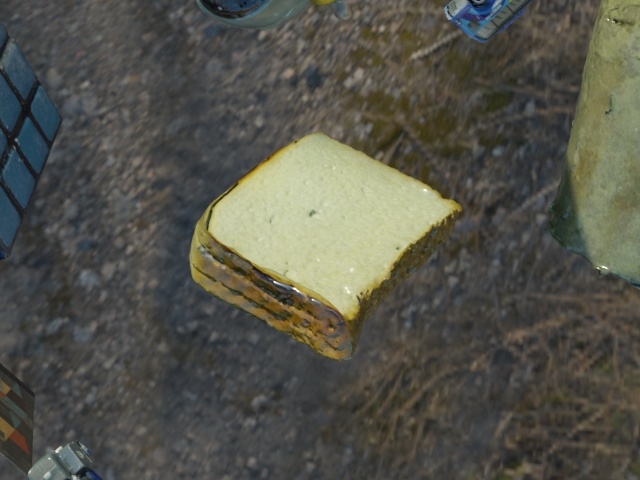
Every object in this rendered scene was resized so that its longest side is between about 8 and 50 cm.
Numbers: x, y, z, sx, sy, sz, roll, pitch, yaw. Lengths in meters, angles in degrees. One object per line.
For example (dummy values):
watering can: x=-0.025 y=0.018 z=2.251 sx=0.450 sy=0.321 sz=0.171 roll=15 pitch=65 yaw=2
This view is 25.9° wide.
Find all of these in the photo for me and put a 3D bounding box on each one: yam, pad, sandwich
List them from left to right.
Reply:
pad: x=-0.461 y=0.238 z=2.008 sx=0.003 sy=0.211 sz=0.143 roll=-36 pitch=119 yaw=10
sandwich: x=0.000 y=0.001 z=1.513 sx=0.226 sy=0.251 sz=0.087 roll=29 pitch=134 yaw=17
yam: x=0.329 y=-0.115 z=1.282 sx=0.195 sy=0.195 sz=0.300 roll=14 pitch=108 yaw=6

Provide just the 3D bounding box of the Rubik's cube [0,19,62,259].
Rubik's cube: x=-0.617 y=-0.163 z=1.983 sx=0.343 sy=0.344 sz=0.337 roll=-14 pitch=129 yaw=18

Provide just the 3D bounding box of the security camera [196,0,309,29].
security camera: x=-0.044 y=-0.382 z=1.761 sx=0.277 sy=0.191 sz=0.197 roll=-38 pitch=80 yaw=28

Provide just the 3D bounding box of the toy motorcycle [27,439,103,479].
toy motorcycle: x=-0.267 y=0.334 z=1.638 sx=0.102 sy=0.150 sz=0.221 roll=-44 pitch=73 yaw=6

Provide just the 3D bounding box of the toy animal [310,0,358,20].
toy animal: x=0.026 y=-0.172 z=0.777 sx=0.082 sy=0.091 sz=0.114 roll=-11 pitch=148 yaw=17

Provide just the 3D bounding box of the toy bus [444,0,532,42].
toy bus: x=0.198 y=-0.267 z=1.415 sx=0.061 sy=0.051 sz=0.153 roll=42 pitch=107 yaw=-18
